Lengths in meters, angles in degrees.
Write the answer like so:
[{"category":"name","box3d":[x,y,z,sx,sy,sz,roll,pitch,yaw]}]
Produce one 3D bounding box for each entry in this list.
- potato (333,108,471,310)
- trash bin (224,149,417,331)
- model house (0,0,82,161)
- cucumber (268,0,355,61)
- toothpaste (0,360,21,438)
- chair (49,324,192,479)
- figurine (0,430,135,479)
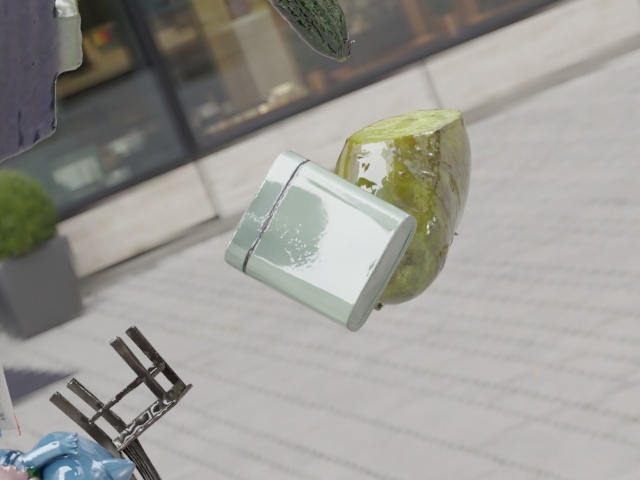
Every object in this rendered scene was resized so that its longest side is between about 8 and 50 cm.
[{"category":"potato","box3d":[0.086,-0.052,1.993,0.141,0.176,0.298,0,39,17]},{"category":"trash bin","box3d":[0.000,0.000,1.561,0.116,0.130,0.059,-61,-19,-2]},{"category":"model house","box3d":[-0.319,-0.194,1.309,0.280,0.245,0.312,-2,33,-12]},{"category":"cucumber","box3d":[-0.044,-0.319,2.179,0.077,0.265,0.077,-27,40,25]},{"category":"toothpaste","box3d":[-0.364,0.139,1.957,0.048,0.190,0.031,-8,32,-6]},{"category":"chair","box3d":[-0.159,0.199,1.796,0.101,0.212,0.084,-42,1,11]},{"category":"figurine","box3d":[-0.260,0.216,1.593,0.178,0.114,0.144,10,-2,-23]}]
